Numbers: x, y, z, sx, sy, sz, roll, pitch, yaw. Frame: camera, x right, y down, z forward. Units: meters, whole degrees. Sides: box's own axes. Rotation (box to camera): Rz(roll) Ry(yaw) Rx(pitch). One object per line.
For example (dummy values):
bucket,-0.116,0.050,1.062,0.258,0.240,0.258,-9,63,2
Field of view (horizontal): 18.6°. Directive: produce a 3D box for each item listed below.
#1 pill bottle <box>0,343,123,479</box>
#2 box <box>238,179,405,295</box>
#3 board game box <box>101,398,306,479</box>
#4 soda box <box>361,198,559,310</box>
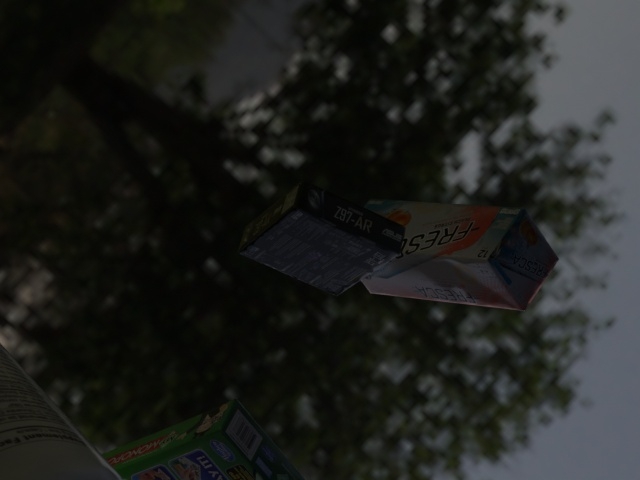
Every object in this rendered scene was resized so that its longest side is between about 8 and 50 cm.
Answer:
pill bottle,-0.213,0.170,1.225,0.160,0.160,0.283,-47,-132,-3
box,0.000,0.000,1.098,0.083,0.067,0.018,-38,-147,59
board game box,-0.063,0.301,1.794,0.213,0.317,0.046,-25,-158,36
soda box,0.100,0.010,1.571,0.183,0.063,0.058,4,-130,49
